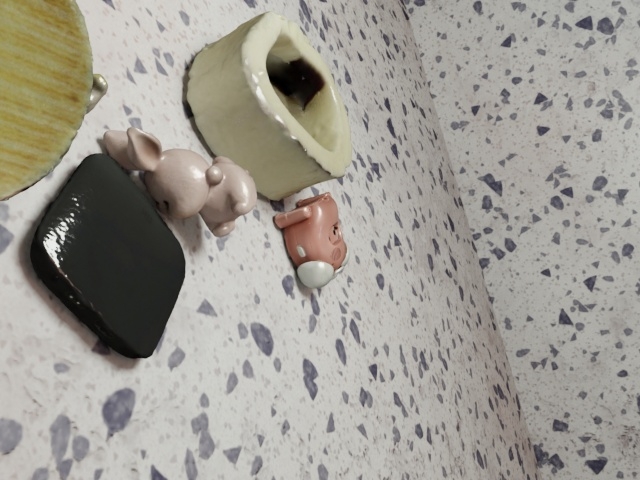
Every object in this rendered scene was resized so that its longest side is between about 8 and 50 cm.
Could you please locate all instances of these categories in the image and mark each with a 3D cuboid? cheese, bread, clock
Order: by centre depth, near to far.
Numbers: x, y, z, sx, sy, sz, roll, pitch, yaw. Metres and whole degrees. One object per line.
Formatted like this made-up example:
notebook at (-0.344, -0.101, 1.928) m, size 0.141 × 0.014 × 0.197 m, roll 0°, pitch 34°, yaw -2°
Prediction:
bread at (-0.335, -0.154, 0.581) m, size 0.267 × 0.040 × 0.267 m, roll -23°, pitch 125°, yaw -39°
cheese at (-0.085, -0.243, 1.149) m, size 0.332 × 0.153 × 0.292 m, roll 38°, pitch 42°, yaw -51°
clock at (0.000, 0.000, 1.228) m, size 0.166 × 0.092 × 0.162 m, roll -41°, pitch 113°, yaw -63°

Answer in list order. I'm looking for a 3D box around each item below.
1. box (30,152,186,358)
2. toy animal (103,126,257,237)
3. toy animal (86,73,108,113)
box at (-0.248, 0.019, 0.785) m, size 0.212 × 0.042 × 0.201 m, roll 55°, pitch 31°, yaw -33°
toy animal at (-0.200, -0.078, 0.884) m, size 0.212 × 0.124 × 0.124 m, roll 15°, pitch 58°, yaw -36°
toy animal at (-0.341, -0.200, 0.670) m, size 0.169 × 0.121 × 0.233 m, roll -59°, pitch 137°, yaw -37°
